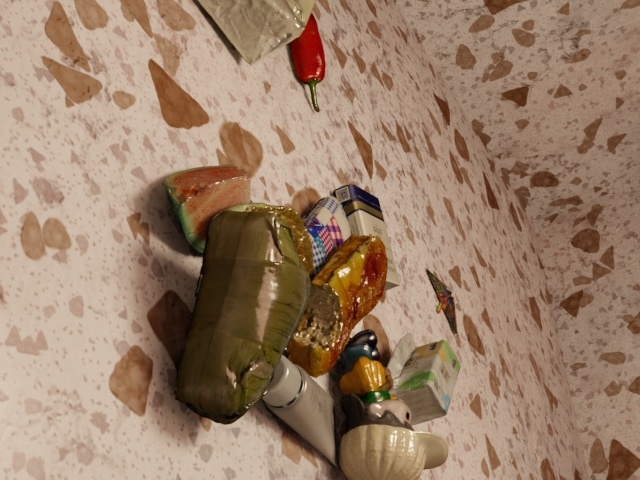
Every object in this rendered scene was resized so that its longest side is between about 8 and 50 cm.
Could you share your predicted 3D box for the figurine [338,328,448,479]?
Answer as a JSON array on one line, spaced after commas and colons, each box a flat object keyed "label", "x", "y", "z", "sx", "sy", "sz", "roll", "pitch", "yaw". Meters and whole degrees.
[{"label": "figurine", "x": 0.099, "y": 0.358, "z": 1.555, "sx": 0.332, "sy": 0.204, "sz": 0.185, "roll": 54, "pitch": -13, "yaw": 38}]

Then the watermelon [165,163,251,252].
[{"label": "watermelon", "x": -0.202, "y": -0.046, "z": 1.354, "sx": 0.231, "sy": 0.128, "sz": 0.146, "roll": -23, "pitch": 118, "yaw": -52}]

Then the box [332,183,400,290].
[{"label": "box", "x": 0.118, "y": -0.005, "z": 1.969, "sx": 0.168, "sy": 0.071, "sz": 0.259, "roll": 22, "pitch": 50, "yaw": -57}]

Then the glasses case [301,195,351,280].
[{"label": "glasses case", "x": 0.000, "y": 0.000, "z": 1.720, "sx": 0.125, "sy": 0.076, "sz": 0.327, "roll": 64, "pitch": 25, "yaw": -15}]

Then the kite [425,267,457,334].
[{"label": "kite", "x": 0.386, "y": 0.184, "z": 2.418, "sx": 0.241, "sy": 0.014, "sz": 0.183, "roll": 64, "pitch": 28, "yaw": -7}]

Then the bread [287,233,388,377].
[{"label": "bread", "x": 0.042, "y": 0.120, "z": 1.567, "sx": 0.380, "sy": 0.109, "sz": 0.185, "roll": -47, "pitch": 149, "yaw": -57}]

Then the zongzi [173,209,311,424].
[{"label": "zongzi", "x": -0.107, "y": 0.153, "z": 1.293, "sx": 0.360, "sy": 0.159, "sz": 0.323, "roll": 57, "pitch": 47, "yaw": -69}]

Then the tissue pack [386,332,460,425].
[{"label": "tissue pack", "x": 0.217, "y": 0.316, "z": 1.796, "sx": 0.145, "sy": 0.159, "sz": 0.229, "roll": 62, "pitch": 25, "yaw": -9}]

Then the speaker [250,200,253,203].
[{"label": "speaker", "x": -0.135, "y": -0.029, "z": 1.520, "sx": 0.191, "sy": 0.040, "sz": 0.046, "roll": 56, "pitch": 29, "yaw": -24}]

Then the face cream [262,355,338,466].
[{"label": "face cream", "x": -0.027, "y": 0.304, "z": 1.417, "sx": 0.314, "sy": 0.089, "sz": 0.143, "roll": 51, "pitch": 28, "yaw": -48}]

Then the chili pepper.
[{"label": "chili pepper", "x": -0.027, "y": -0.531, "z": 2.104, "sx": 0.137, "sy": 0.091, "sz": 0.369, "roll": 53, "pitch": 29, "yaw": -52}]

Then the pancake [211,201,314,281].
[{"label": "pancake", "x": -0.101, "y": 0.036, "z": 1.439, "sx": 0.197, "sy": 0.054, "sz": 0.376, "roll": -56, "pitch": 147, "yaw": -17}]

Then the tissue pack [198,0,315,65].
[{"label": "tissue pack", "x": -0.146, "y": -0.637, "z": 1.805, "sx": 0.297, "sy": 0.207, "sz": 0.380, "roll": 53, "pitch": 28, "yaw": -24}]
